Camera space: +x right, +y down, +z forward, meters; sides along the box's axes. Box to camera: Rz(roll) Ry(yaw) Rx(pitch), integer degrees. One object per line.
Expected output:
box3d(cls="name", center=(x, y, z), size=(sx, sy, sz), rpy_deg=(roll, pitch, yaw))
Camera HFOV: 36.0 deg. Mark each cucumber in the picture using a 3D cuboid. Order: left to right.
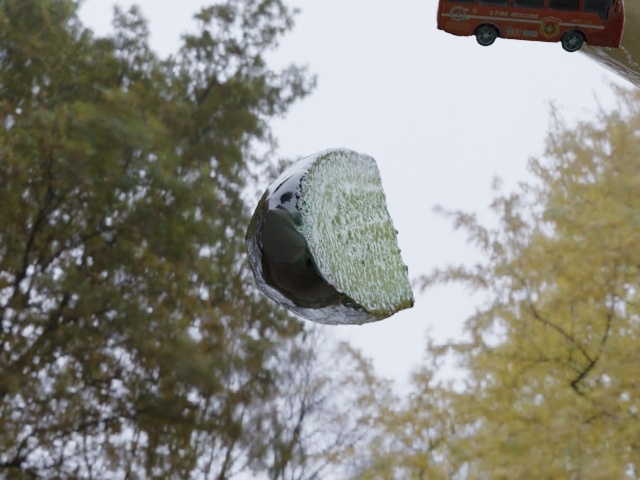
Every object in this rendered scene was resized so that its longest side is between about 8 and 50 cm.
box3d(cls="cucumber", center=(0.000, 0.000, 0.597), size=(0.063, 0.244, 0.115), rpy_deg=(-19, -96, 12))

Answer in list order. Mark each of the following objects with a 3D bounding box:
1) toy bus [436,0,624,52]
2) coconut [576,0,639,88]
box3d(cls="toy bus", center=(0.125, -0.139, 0.585), size=(0.110, 0.031, 0.043), rpy_deg=(5, -59, 7))
box3d(cls="coconut", center=(0.308, -0.247, 0.837), size=(0.259, 0.259, 0.259), rpy_deg=(2, -52, 2))
